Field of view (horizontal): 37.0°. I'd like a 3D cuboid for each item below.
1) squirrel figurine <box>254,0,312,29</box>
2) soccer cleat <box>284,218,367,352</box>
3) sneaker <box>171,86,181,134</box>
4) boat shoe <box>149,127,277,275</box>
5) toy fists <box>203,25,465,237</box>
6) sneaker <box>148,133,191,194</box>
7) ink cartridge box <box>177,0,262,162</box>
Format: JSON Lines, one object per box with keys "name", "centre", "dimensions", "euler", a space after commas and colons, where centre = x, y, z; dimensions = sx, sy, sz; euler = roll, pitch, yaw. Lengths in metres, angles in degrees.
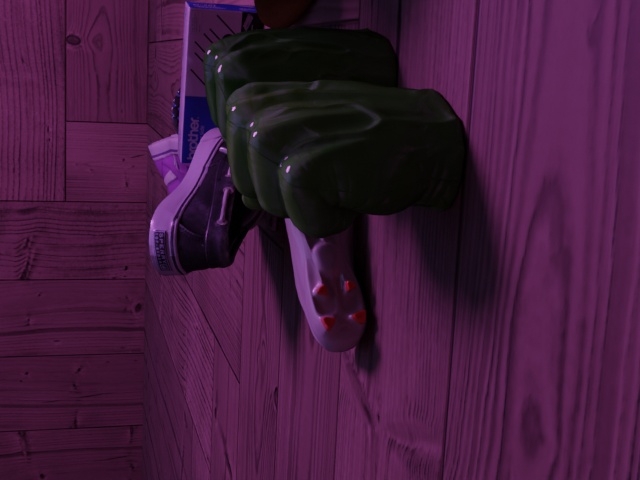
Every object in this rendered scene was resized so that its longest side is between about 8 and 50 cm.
{"name": "squirrel figurine", "centre": [-0.170, -0.361, 0.861], "dimensions": [0.397, 0.371, 0.280], "euler": [-166, 77, -75]}
{"name": "soccer cleat", "centre": [0.000, 0.000, 0.819], "dimensions": [0.076, 0.068, 0.196], "euler": [125, 140, -70]}
{"name": "sneaker", "centre": [-0.151, -0.219, 1.354], "dimensions": [0.083, 0.071, 0.190], "euler": [98, -167, -74]}
{"name": "boat shoe", "centre": [-0.104, -0.055, 1.131], "dimensions": [0.306, 0.105, 0.113], "euler": [-64, -29, -65]}
{"name": "toy fists", "centre": [-0.008, -0.088, 0.695], "dimensions": [0.279, 0.142, 0.096], "euler": [-114, 28, -58]}
{"name": "sneaker", "centre": [-0.174, -0.097, 1.466], "dimensions": [0.282, 0.102, 0.161], "euler": [0, 110, 70]}
{"name": "ink cartridge box", "centre": [-0.133, -0.205, 1.258], "dimensions": [0.046, 0.097, 0.207], "euler": [-120, 34, -62]}
